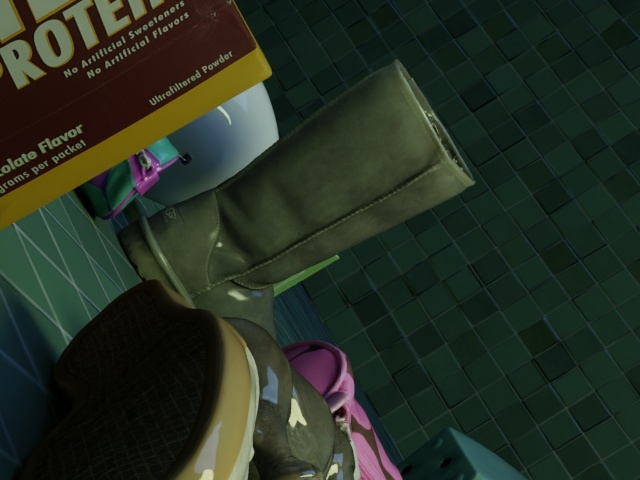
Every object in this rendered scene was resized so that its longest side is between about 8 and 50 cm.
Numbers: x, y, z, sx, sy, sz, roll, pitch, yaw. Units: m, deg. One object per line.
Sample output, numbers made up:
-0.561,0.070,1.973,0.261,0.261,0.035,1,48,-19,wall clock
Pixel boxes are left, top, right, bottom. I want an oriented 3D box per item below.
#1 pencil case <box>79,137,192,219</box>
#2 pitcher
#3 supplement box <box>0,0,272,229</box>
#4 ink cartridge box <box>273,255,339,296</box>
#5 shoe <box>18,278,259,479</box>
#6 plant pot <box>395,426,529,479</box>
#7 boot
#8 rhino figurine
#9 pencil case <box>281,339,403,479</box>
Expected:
-0.142,-0.091,0.895,0.152,0.064,0.070,57,-28,-11,pencil case
-0.136,-0.120,1.114,0.207,0.125,0.178,47,-12,-15,pitcher
-0.137,-0.144,0.560,0.191,0.129,0.194,62,3,32,supplement box
-0.081,-0.043,1.417,0.209,0.109,0.062,59,1,-5,ink cartridge box
-0.046,0.062,0.484,0.058,0.076,0.219,53,0,-12,shoe
0.149,0.287,1.320,0.234,0.166,0.165,51,3,-19,plant pot
0.001,0.002,0.987,0.189,0.208,0.076,58,2,-41,boot
-0.017,0.110,0.706,0.106,0.073,0.243,62,1,29,rhino figurine
0.028,0.162,0.913,0.098,0.095,0.209,-3,-51,50,pencil case
